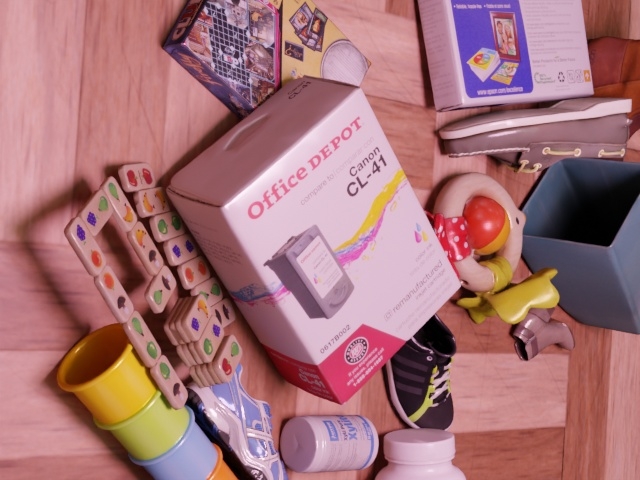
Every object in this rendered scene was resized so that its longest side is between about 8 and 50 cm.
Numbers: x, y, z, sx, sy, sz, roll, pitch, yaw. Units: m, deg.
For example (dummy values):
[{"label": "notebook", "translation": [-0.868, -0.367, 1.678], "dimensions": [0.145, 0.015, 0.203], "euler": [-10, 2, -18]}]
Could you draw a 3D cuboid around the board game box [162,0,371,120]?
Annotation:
[{"label": "board game box", "translation": [-0.057, -0.218, 1.439], "dimensions": [0.243, 0.042, 0.165], "euler": [42, 64, -35]}]

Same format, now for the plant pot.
[{"label": "plant pot", "translation": [0.418, 0.021, 1.807], "dimensions": [0.165, 0.166, 0.234], "euler": [-54, 133, -28]}]

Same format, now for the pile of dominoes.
[{"label": "pile of dominoes", "translation": [-0.159, 0.037, 1.298], "dimensions": [0.251, 0.040, 0.196], "euler": [63, 26, -24]}]

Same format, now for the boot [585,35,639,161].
[{"label": "boot", "translation": [0.493, -0.178, 1.780], "dimensions": [0.096, 0.280, 0.264], "euler": [-14, 100, -42]}]

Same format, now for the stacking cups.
[{"label": "stacking cups", "translation": [-0.160, 0.235, 1.326], "dimensions": [0.096, 0.096, 0.316], "euler": [-49, 123, -30]}]

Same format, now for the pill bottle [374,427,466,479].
[{"label": "pill bottle", "translation": [0.130, 0.357, 1.573], "dimensions": [0.121, 0.121, 0.216], "euler": [-4, 94, -42]}]

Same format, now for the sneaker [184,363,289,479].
[{"label": "sneaker", "translation": [-0.079, 0.230, 1.406], "dimensions": [0.081, 0.080, 0.211], "euler": [-45, 120, -30]}]

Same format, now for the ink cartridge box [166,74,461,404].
[{"label": "ink cartridge box", "translation": [0.000, 0.000, 1.408], "dimensions": [0.226, 0.131, 0.306], "euler": [-43, 124, -20]}]

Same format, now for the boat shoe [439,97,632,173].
[{"label": "boat shoe", "translation": [0.306, -0.140, 1.699], "dimensions": [0.305, 0.109, 0.091], "euler": [-10, 104, -24]}]

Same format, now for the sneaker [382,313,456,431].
[{"label": "sneaker", "translation": [0.134, 0.160, 1.587], "dimensions": [0.084, 0.097, 0.234], "euler": [-38, 116, -35]}]

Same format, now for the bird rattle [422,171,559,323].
[{"label": "bird rattle", "translation": [0.199, 0.004, 1.658], "dimensions": [0.253, 0.143, 0.207], "euler": [32, 58, -24]}]

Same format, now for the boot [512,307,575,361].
[{"label": "boot", "translation": [0.326, 0.146, 1.805], "dimensions": [0.087, 0.042, 0.118], "euler": [-47, 120, -24]}]

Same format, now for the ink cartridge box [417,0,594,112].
[{"label": "ink cartridge box", "translation": [0.254, -0.341, 1.701], "dimensions": [0.304, 0.072, 0.307], "euler": [-10, 90, -41]}]

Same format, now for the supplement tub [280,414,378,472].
[{"label": "supplement tub", "translation": [0.012, 0.249, 1.496], "dimensions": [0.107, 0.071, 0.071], "euler": [7, 87, -43]}]
